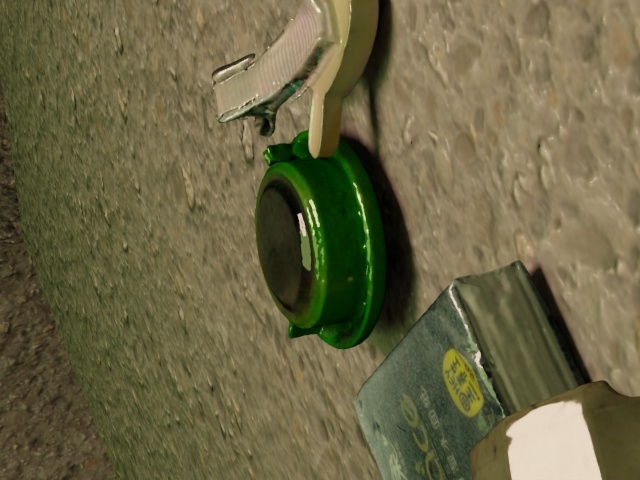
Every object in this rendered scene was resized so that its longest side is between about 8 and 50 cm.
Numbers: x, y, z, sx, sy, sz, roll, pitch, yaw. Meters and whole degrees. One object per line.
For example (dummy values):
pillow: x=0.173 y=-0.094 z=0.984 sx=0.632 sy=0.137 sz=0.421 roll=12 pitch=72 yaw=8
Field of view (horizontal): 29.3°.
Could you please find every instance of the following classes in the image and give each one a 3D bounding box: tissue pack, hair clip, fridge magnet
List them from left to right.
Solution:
hair clip: x=-0.014 y=-0.152 z=1.063 sx=0.218 sy=0.071 sz=0.159 roll=-37 pitch=61 yaw=51
fridge magnet: x=0.000 y=0.000 z=1.140 sx=0.208 sy=0.088 sz=0.208 roll=170 pitch=90 yaw=-66
tissue pack: x=0.121 y=0.152 z=0.937 sx=0.257 sy=0.081 sz=0.185 roll=119 pitch=133 yaw=-61

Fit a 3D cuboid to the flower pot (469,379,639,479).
flower pot: x=0.190 y=0.200 z=0.570 sx=0.290 sy=0.290 sz=0.259 roll=115 pitch=150 yaw=-61
